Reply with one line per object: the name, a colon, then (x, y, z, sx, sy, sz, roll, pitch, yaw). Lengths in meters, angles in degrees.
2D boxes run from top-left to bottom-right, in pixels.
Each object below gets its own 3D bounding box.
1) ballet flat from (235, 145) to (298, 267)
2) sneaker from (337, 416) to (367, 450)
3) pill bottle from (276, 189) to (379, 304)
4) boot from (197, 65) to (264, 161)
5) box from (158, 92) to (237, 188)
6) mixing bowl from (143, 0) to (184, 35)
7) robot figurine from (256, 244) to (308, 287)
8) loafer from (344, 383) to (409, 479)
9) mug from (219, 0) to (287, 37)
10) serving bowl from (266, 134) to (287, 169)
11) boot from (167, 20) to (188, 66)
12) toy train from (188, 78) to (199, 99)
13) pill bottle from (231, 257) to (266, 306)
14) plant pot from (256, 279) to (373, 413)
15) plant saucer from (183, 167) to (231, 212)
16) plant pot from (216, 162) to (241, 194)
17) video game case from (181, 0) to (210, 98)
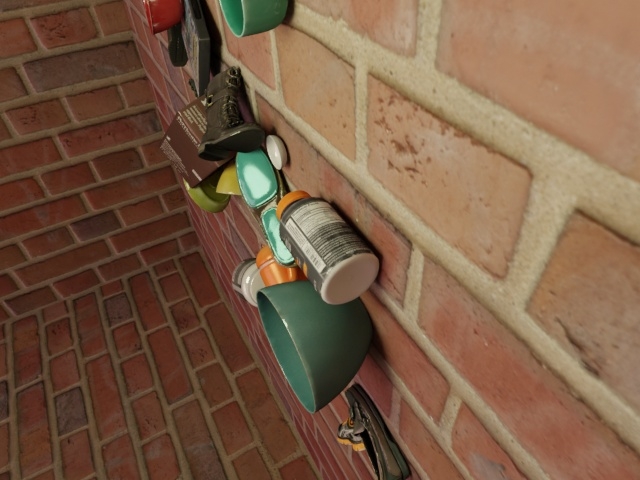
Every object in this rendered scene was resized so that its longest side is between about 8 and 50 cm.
ballet flat: (-0.123, -0.089, 1.188, 0.349, 0.123, 0.123, 66, 161, 9)
sneaker: (0.103, 0.557, 1.342, 0.215, 0.084, 0.083, 142, 117, -67)
pill bottle: (0.000, 0.000, 0.908, 0.246, 0.130, 0.131, 52, 156, 39)
boot: (-0.231, -0.334, 1.147, 0.262, 0.091, 0.229, -5, 76, 43)
box: (-0.375, -0.302, 1.436, 0.191, 0.143, 0.381, 54, 154, -13)
mixing bowl: (-0.440, -0.674, 1.268, 0.181, 0.098, 0.182, 167, 90, -71)
robot figurine: (-0.103, 0.095, 1.294, 0.220, 0.128, 0.158, 63, -172, 9)
loafer: (0.128, 0.510, 1.194, 0.268, 0.084, 0.096, 55, 158, 31)
mug: (-0.118, -0.442, 0.784, 0.158, 0.097, 0.129, 69, 161, -1)
serving bowl: (-0.101, -0.215, 1.093, 0.083, 0.027, 0.083, 53, 156, 35)
boot: (-0.495, -0.713, 1.548, 0.137, 0.076, 0.198, 59, 146, 36)
toy train: (-0.392, -0.462, 1.478, 0.158, 0.027, 0.036, 61, 169, 16)
pill bottle: (-0.202, 0.145, 1.558, 0.283, 0.161, 0.162, 3, 114, 69)
plant pot: (0.002, 0.207, 1.027, 0.290, 0.195, 0.290, 52, 156, 35)
plant saucer: (-0.410, -0.223, 1.699, 0.037, 0.241, 0.241, -17, 98, 29)
plant pot: (-0.251, -0.189, 1.400, 0.134, 0.134, 0.096, -161, 75, -65)
video game case: (-0.364, -0.590, 1.312, 0.275, 0.035, 0.249, 130, 125, -68)
